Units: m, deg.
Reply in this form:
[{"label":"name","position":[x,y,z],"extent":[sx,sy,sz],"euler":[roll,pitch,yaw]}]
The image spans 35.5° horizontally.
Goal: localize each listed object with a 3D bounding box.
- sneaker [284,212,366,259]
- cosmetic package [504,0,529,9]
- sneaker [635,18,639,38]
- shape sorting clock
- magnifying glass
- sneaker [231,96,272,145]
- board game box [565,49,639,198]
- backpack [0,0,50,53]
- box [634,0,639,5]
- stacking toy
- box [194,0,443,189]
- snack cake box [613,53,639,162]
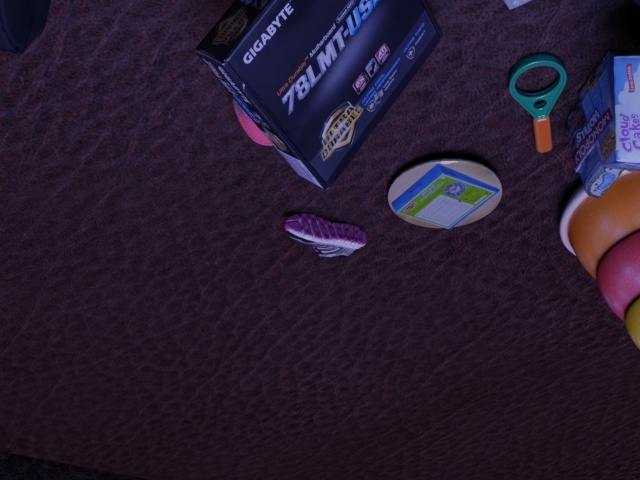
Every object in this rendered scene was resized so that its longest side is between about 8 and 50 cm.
[{"label":"sneaker","position":[0.000,0.000,1.883],"extent":[0.170,0.063,0.075],"euler":[11,137,-31]},{"label":"cosmetic package","position":[0.224,-0.419,1.251],"extent":[0.107,0.127,0.238],"euler":[-20,145,21]},{"label":"sneaker","position":[0.605,-0.354,1.455],"extent":[0.283,0.107,0.124],"euler":[-3,111,18]},{"label":"shape sorting clock","position":[0.225,-0.085,1.813],"extent":[0.206,0.040,0.206],"euler":[-2,149,-1]},{"label":"magnifying glass","position":[0.362,-0.224,1.651],"extent":[0.092,0.026,0.231],"euler":[-12,143,9]},{"label":"sneaker","position":[-0.078,-0.225,1.477],"extent":[0.115,0.136,0.314],"euler":[-1,146,-6]},{"label":"board game box","position":[0.459,-0.164,1.598],"extent":[0.060,0.194,0.194],"euler":[6,144,-17]},{"label":"backpack","position":[-0.509,-0.359,1.127],"extent":[0.355,0.273,0.290],"euler":[18,127,2]},{"label":"box","position":[0.375,-0.428,1.066],"extent":[0.212,0.294,0.395],"euler":[-39,139,8]},{"label":"stacking toy","position":[0.641,0.108,1.771],"extent":[0.350,0.480,0.351],"euler":[-4,146,-3]},{"label":"box","position":[0.013,-0.264,1.341],"extent":[0.296,0.073,0.293],"euler":[-52,142,-10]},{"label":"snack cake box","position":[0.535,-0.204,1.480],"extent":[0.089,0.152,0.264],"euler":[7,-166,42]}]
